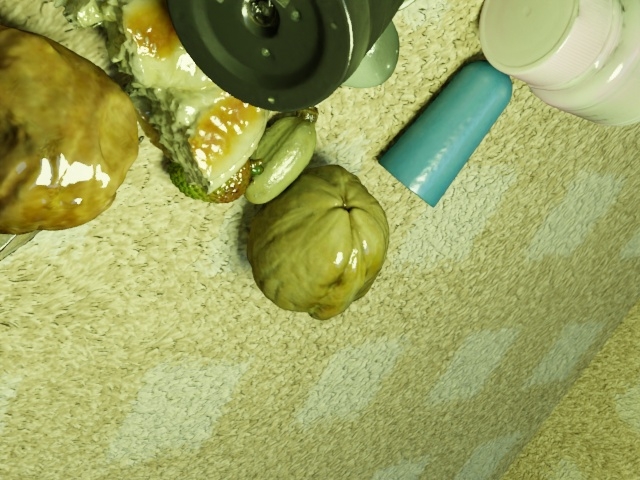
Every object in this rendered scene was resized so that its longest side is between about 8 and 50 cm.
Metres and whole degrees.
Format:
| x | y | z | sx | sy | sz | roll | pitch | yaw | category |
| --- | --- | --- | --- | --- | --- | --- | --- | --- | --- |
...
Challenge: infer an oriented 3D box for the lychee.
| x | y | z | sx | sy | sz | roll | pitch | yaw | category |
| --- | --- | --- | --- | --- | --- | --- | --- | --- | --- |
| -0.155 | -0.109 | 1.372 | 0.146 | 0.114 | 0.114 | -6 | 135 | -14 | lychee |

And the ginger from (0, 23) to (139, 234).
| x | y | z | sx | sy | sz | roll | pitch | yaw | category |
| --- | --- | --- | --- | --- | --- | --- | --- | --- | --- |
| -0.337 | -0.139 | 1.065 | 0.200 | 0.269 | 0.223 | -25 | 180 | 34 | ginger |

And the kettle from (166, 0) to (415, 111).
| x | y | z | sx | sy | sz | roll | pitch | yaw | category |
| --- | --- | --- | --- | --- | --- | --- | --- | --- | --- |
| -0.031 | -0.351 | 1.057 | 0.324 | 0.321 | 0.228 | -53 | 180 | -41 | kettle |

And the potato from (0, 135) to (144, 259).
| x | y | z | sx | sy | sz | roll | pitch | yaw | category |
| --- | --- | --- | --- | --- | --- | --- | --- | --- | --- |
| -0.373 | -0.084 | 1.228 | 0.261 | 0.100 | 0.120 | -44 | -172 | -21 | potato |

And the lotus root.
| x | y | z | sx | sy | sz | roll | pitch | yaw | category |
| --- | --- | --- | --- | --- | --- | --- | --- | --- | --- |
| -0.062 | -0.137 | 1.448 | 0.183 | 0.090 | 0.077 | -51 | 150 | 1 | lotus root |

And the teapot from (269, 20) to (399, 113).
| x | y | z | sx | sy | sz | roll | pitch | yaw | category |
| --- | --- | --- | --- | --- | --- | --- | --- | --- | --- |
| -0.021 | -0.265 | 1.297 | 0.250 | 0.183 | 0.183 | -30 | 145 | 2 | teapot |

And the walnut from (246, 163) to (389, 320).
| x | y | z | sx | sy | sz | roll | pitch | yaw | category |
| --- | --- | --- | --- | --- | --- | --- | --- | --- | --- |
| 0.000 | 0.000 | 1.515 | 0.227 | 0.283 | 0.283 | 1 | 129 | -20 | walnut |

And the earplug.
| x | y | z | sx | sy | sz | roll | pitch | yaw | category |
| --- | --- | --- | --- | --- | --- | --- | --- | --- | --- |
| 0.238 | -0.205 | 1.644 | 0.273 | 0.132 | 0.132 | -52 | 144 | 7 | earplug |

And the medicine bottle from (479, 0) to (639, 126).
| x | y | z | sx | sy | sz | roll | pitch | yaw | category |
| --- | --- | --- | --- | --- | --- | --- | --- | --- | --- |
| 0.457 | -0.351 | 1.585 | 0.324 | 0.256 | 0.256 | 11 | 120 | -38 | medicine bottle |

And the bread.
| x | y | z | sx | sy | sz | roll | pitch | yaw | category |
| --- | --- | --- | --- | --- | --- | --- | --- | --- | --- |
| -0.172 | -0.236 | 1.149 | 0.192 | 0.171 | 0.314 | -44 | 126 | -14 | bread |
